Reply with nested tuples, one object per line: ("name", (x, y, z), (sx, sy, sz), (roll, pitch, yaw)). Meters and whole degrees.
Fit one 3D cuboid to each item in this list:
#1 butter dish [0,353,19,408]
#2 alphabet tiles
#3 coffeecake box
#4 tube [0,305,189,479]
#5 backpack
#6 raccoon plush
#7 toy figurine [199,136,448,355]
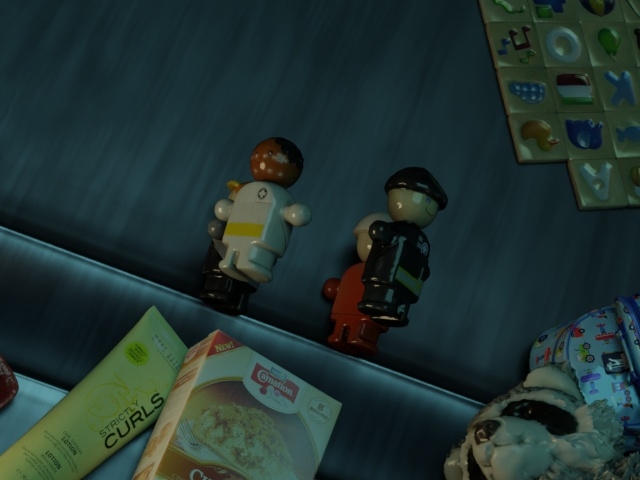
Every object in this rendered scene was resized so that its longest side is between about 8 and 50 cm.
("butter dish", (-0.359, 0.097, 1.575), (0.160, 0.118, 0.160), (-33, 79, -29))
("alphabet tiles", (0.325, -0.190, 2.003), (0.285, 0.011, 0.343), (-2, 65, -20))
("coffeecake box", (-0.081, 0.199, 1.629), (0.142, 0.068, 0.185), (32, 58, -16))
("tube", (-0.203, 0.160, 1.631), (0.062, 0.070, 0.240), (22, 47, 34))
("backpack", (0.301, 0.129, 1.777), (0.173, 0.117, 0.158), (-2, 65, -16))
("raccoon plush", (0.276, 0.324, 1.673), (0.216, 0.446, 0.299), (-30, 31, -5))
("toy figurine", (0.000, 0.000, 1.687), (0.209, 0.213, 0.148), (18, 73, -4))
